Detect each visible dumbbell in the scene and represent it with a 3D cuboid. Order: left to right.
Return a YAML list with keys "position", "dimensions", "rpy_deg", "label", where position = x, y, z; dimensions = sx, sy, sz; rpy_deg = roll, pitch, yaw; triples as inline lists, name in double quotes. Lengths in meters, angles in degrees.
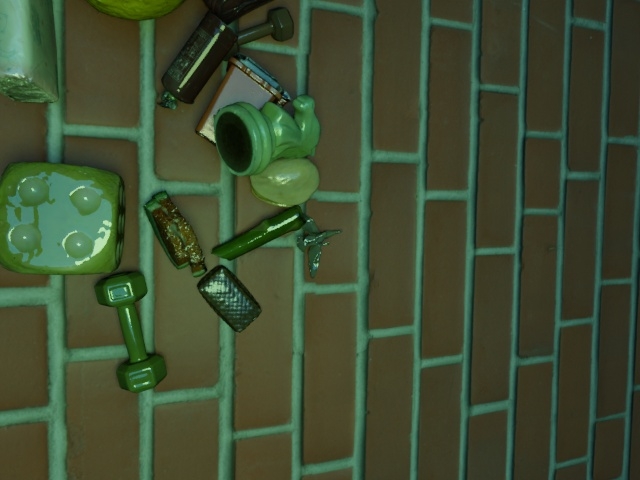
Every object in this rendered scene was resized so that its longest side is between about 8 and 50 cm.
- position: [-0.482, 0.232, 1.098]
  dimensions: [0.121, 0.108, 0.302]
  rpy_deg: [-14, 97, -19]
  label: "dumbbell"
- position: [-0.184, -0.569, 1.180]
  dimensions: [0.230, 0.092, 0.082]
  rpy_deg: [-27, 129, -16]
  label: "dumbbell"

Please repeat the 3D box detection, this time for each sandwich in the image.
- position: [-0.370, 0.000, 1.111]
  dimensions: [0.079, 0.159, 0.235]
  rpy_deg: [-30, 122, -21]
  label: "sandwich"

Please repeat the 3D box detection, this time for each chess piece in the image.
- position: [-0.103, -0.272, 1.082]
  dimensions: [0.298, 0.175, 0.176]
  rpy_deg: [-25, 101, -42]
  label: "chess piece"

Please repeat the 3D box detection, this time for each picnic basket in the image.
- position: [-0.253, 0.167, 1.205]
  dimensions: [0.110, 0.055, 0.193]
  rpy_deg: [-42, 106, -13]
  label: "picnic basket"

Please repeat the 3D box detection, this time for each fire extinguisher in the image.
- position: [-0.325, -0.437, 1.090]
  dimensions: [0.104, 0.105, 0.269]
  rpy_deg: [36, 102, -17]
  label: "fire extinguisher"

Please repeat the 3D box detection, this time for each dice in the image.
- position: [-0.584, -0.047, 0.991]
  dimensions: [0.232, 0.226, 0.239]
  rpy_deg: [2, 90, -21]
  label: "dice"

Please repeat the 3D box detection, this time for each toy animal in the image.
- position: [0.000, 0.000, 1.263]
  dimensions: [0.155, 0.095, 0.219]
  rpy_deg: [-14, 99, -8]
  label: "toy animal"

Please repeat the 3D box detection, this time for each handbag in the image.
- position: [-0.209, -0.681, 1.135]
  dimensions: [0.225, 0.146, 0.136]
  rpy_deg: [-33, 98, -14]
  label: "handbag"

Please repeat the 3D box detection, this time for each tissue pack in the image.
- position: [-0.675, -0.464, 0.952]
  dimensions: [0.124, 0.201, 0.272]
  rpy_deg: [-2, 93, -12]
  label: "tissue pack"

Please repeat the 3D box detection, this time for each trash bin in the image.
- position: [-0.213, -0.344, 1.150]
  dimensions: [0.184, 0.161, 0.239]
  rpy_deg: [32, 90, -18]
  label: "trash bin"

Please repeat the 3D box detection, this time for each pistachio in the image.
- position: [-0.095, -0.168, 1.208]
  dimensions: [0.200, 0.117, 0.145]
  rpy_deg: [-13, 76, -21]
  label: "pistachio"

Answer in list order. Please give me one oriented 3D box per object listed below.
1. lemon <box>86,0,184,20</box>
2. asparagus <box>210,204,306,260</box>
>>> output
- position: [-0.442, -0.678, 0.954]
  dimensions: [0.349, 0.387, 0.350]
  rpy_deg: [24, 52, -33]
  label: "lemon"
- position: [-0.169, -0.013, 1.195]
  dimensions: [0.277, 0.067, 0.060]
  rpy_deg: [-29, 58, 0]
  label: "asparagus"
